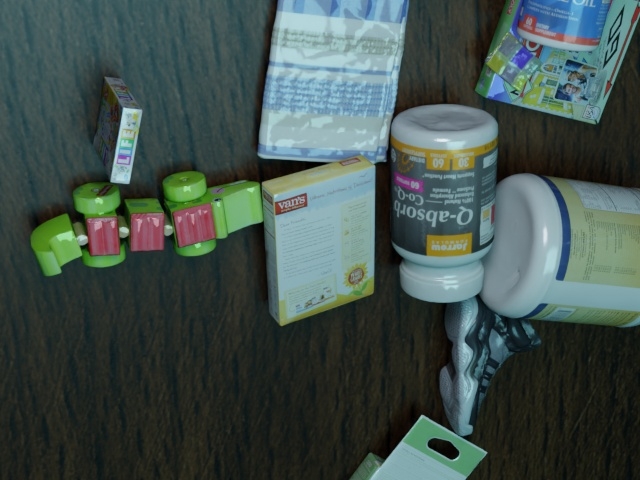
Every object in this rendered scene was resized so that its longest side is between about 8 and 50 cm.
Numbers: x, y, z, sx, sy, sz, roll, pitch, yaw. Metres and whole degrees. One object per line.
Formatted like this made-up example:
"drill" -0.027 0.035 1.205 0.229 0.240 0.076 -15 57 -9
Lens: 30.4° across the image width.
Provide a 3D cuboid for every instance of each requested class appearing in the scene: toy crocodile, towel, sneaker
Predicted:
"toy crocodile" -0.244 -0.023 1.693 0.341 0.105 0.115 -9 115 -17
"towel" 0.291 -0.269 1.781 0.083 0.009 0.060 36 96 -28
"sneaker" 0.289 0.203 1.987 0.153 0.101 0.268 -6 112 -15
"towel" 0.020 -0.248 1.731 0.209 0.034 0.284 0 112 -20

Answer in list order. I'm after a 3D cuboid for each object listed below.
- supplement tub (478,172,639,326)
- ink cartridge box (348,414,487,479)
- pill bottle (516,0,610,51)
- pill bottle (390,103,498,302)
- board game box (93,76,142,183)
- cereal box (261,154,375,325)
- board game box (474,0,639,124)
"supplement tub" 0.426 0.020 1.885 0.316 0.228 0.228 6 110 -22
"ink cartridge box" 0.154 0.417 2.061 0.171 0.056 0.235 33 97 -29
"pill bottle" 0.363 -0.391 1.689 0.124 0.124 0.221 2 111 -21
"pill bottle" 0.187 -0.056 1.803 0.162 0.162 0.278 -9 115 -16
"board game box" -0.276 -0.151 1.597 0.026 0.154 0.103 5 110 -22
"cereal box" 0.000 0.000 1.792 0.173 0.047 0.240 -17 126 -23
"board game box" 0.386 -0.351 1.812 0.214 0.046 0.317 9 109 -24
